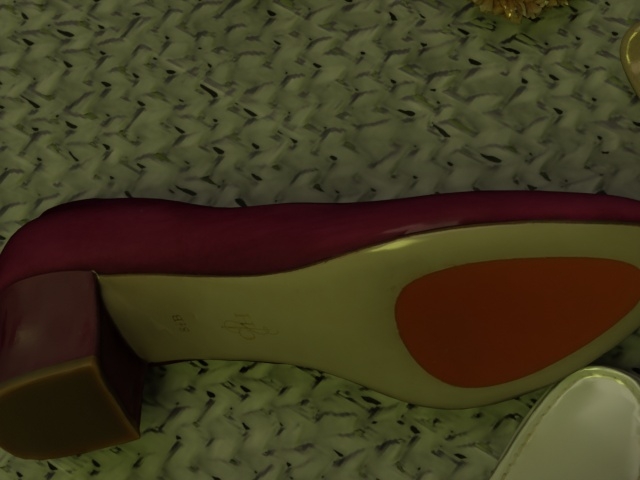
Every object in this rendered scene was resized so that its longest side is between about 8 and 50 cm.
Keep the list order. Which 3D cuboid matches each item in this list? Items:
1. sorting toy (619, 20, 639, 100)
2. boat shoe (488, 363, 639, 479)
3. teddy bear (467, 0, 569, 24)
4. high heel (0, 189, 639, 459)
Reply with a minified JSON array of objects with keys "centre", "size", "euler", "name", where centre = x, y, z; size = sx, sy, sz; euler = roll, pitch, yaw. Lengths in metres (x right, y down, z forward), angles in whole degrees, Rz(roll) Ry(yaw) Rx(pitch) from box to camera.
[{"centre":[0.288,-0.062,1.060],"size":[0.193,0.038,0.208],"euler":[-24,64,1],"name":"sorting toy"},{"centre":[0.099,0.172,0.946],"size":[0.098,0.096,0.277],"euler":[15,67,23],"name":"boat shoe"},{"centre":[0.042,-0.254,1.193],"size":[0.338,0.113,0.245],"euler":[17,75,13],"name":"teddy bear"},{"centre":[0.000,0.000,1.041],"size":[0.377,0.127,0.181],"euler":[-9,38,8],"name":"high heel"}]
